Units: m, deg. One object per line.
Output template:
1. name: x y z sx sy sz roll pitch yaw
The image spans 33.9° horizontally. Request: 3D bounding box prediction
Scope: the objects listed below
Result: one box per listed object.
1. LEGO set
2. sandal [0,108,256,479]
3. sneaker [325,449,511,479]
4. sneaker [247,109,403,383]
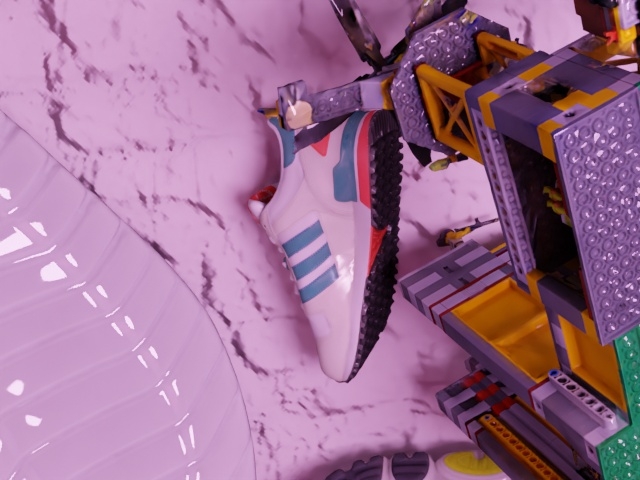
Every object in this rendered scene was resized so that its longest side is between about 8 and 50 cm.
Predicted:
1. LEGO set: 0.143 -0.019 0.501 0.255 0.192 0.331 -36 125 -9
2. sandal: -0.178 0.034 0.568 0.416 0.169 0.102 57 154 -15
3. sneaker: 0.128 0.183 0.633 0.275 0.107 0.110 -1 135 12
4. sneaker: 0.000 0.000 0.574 0.075 0.057 0.161 13 119 19
